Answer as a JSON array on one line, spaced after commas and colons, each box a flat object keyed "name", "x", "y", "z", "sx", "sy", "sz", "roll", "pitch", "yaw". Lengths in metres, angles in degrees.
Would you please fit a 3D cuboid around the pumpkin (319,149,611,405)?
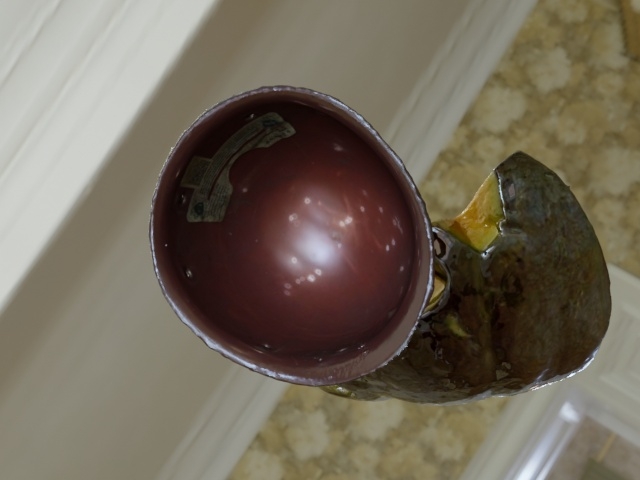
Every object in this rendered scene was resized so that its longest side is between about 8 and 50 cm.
[{"name": "pumpkin", "x": 0.104, "y": 0.077, "z": 0.868, "sx": 0.130, "sy": 0.149, "sz": 0.254, "roll": -38, "pitch": -13, "yaw": -44}]

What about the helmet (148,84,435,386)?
[{"name": "helmet", "x": 0.000, "y": 0.000, "z": 0.698, "sx": 0.155, "sy": 0.175, "sz": 0.106, "roll": -58, "pitch": -20, "yaw": 10}]
